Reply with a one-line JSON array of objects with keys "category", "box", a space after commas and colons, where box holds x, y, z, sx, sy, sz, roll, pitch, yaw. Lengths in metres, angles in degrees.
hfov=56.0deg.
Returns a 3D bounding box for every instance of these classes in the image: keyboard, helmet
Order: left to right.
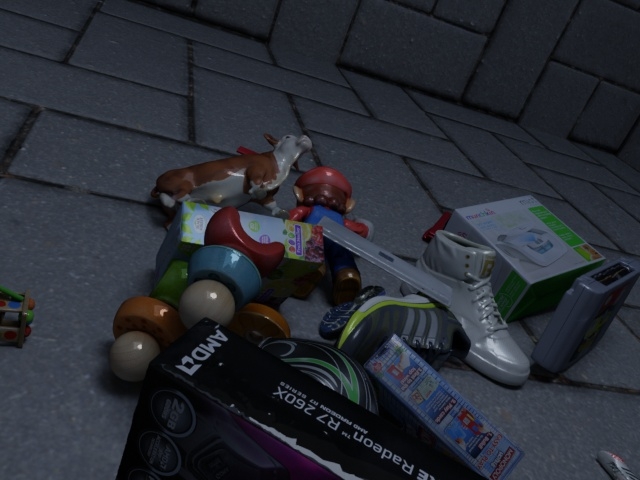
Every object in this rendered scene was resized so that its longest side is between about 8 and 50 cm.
[{"category": "helmet", "box": [-0.013, 0.197, 0.678, 0.162, 0.169, 0.169, 22, 26, 12]}, {"category": "keyboard", "box": [0.108, 0.033, 1.008, 0.256, 0.014, 0.072, 30, 19, 3]}]

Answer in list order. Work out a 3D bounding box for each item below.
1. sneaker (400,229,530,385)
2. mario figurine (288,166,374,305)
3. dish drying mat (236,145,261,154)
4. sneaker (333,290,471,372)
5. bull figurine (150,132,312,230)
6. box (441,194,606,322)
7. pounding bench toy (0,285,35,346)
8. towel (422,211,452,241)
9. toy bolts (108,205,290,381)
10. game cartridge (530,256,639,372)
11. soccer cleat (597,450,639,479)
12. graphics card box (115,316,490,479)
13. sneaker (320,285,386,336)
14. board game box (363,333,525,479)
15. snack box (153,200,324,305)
[{"category": "sneaker", "box": [0.275, 0.102, 1.056, 0.108, 0.169, 0.292, -3, 37, -43]}, {"category": "mario figurine", "box": [0.000, 0.000, 1.137, 0.198, 0.170, 0.320, 49, 24, -32]}, {"category": "dish drying mat", "box": [-0.163, -0.210, 1.478, 0.083, 0.008, 0.032, 22, 27, -1]}, {"category": "sneaker", "box": [0.132, 0.153, 0.927, 0.300, 0.111, 0.121, -10, 44, -44]}, {"category": "bull figurine", "box": [-0.152, -0.100, 1.089, 0.310, 0.101, 0.188, -17, 35, -3]}, {"category": "box", "box": [0.421, 0.031, 1.287, 0.262, 0.126, 0.231, -11, 48, -33]}, {"category": "pounding bench toy", "box": [-0.372, 0.077, 0.709, 0.065, 0.083, 0.052, 8, 30, -25]}, {"category": "towel", "box": [0.391, 0.023, 1.439, 0.275, 0.031, 0.199, 30, 28, 14]}, {"category": "toy bolts", "box": [-0.126, 0.101, 0.722, 0.218, 0.228, 0.158, 33, 37, -7]}, {"category": "game cartridge", "box": [0.497, 0.139, 1.119, 0.294, 0.196, 0.060, -11, 41, -47]}, {"category": "soccer cleat", "box": [0.444, 0.346, 0.887, 0.036, 0.029, 0.083, -2, 40, -46]}, {"category": "graphics card box", "box": [0.004, 0.253, 0.506, 0.371, 0.232, 0.094, 29, 28, 11]}, {"category": "sneaker", "box": [0.060, 0.128, 0.976, 0.135, 0.058, 0.052, -28, 24, -30]}, {"category": "board game box", "box": [0.147, 0.230, 0.750, 0.194, 0.194, 0.060, 38, 70, 26]}, {"category": "snack box", "box": [-0.124, 0.027, 0.884, 0.207, 0.174, 0.070, 10, 59, -22]}]
